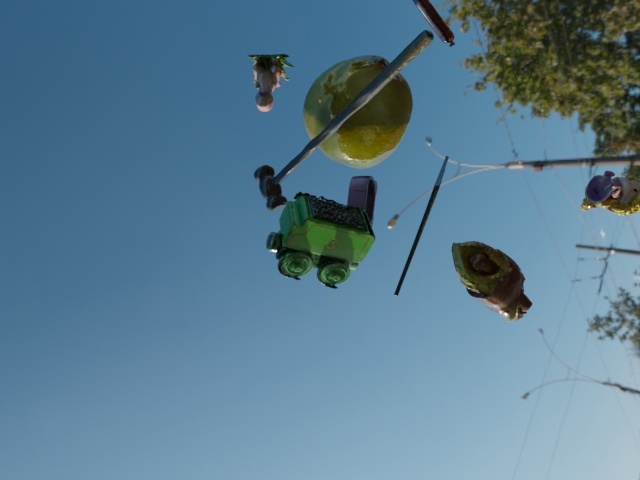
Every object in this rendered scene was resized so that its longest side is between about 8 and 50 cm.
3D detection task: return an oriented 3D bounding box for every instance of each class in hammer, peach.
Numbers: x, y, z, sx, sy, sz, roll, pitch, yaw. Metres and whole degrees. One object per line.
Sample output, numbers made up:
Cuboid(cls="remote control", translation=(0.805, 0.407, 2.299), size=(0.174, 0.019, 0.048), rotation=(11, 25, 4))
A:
Cuboid(cls="hammer", translation=(0.013, -0.121, 0.509), size=(0.029, 0.292, 0.058), rotation=(-16, -103, -44))
Cuboid(cls="peach", translation=(0.116, -0.365, 1.347), size=(0.315, 0.281, 0.314), rotation=(-45, -24, 24))

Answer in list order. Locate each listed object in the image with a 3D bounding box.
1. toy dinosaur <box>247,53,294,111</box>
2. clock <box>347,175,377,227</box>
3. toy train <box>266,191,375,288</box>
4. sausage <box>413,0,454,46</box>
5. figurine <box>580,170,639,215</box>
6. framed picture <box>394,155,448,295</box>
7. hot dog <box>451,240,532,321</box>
Cuboid(cls="toy dinosaur", translation=(-0.161, -0.527, 1.543), size=(0.194, 0.152, 0.177), rotation=(-89, -1, -66))
Cuboid(cls="clock", translation=(0.111, -0.098, 1.246), size=(0.110, 0.050, 0.152), rotation=(-9, -74, -68))
Cuboid(cls="toy train", translation=(0.000, 0.000, 1.116), size=(0.243, 0.132, 0.188), rotation=(12, -55, -20))
Cuboid(cls="sausage", translation=(0.191, -0.445, 0.863), size=(0.198, 0.025, 0.028), rotation=(50, -132, -10))
Cuboid(cls="figurine", translation=(0.670, -0.094, 1.040), size=(0.156, 0.115, 0.095), rotation=(4, -117, -15))
Cuboid(cls="framed picture", translation=(0.279, -0.042, 1.273), size=(0.255, 0.014, 0.338), rotation=(-53, -19, -56))
Cuboid(cls="hot dog", translation=(0.387, 0.088, 1.005), size=(0.261, 0.093, 0.123), rotation=(34, -111, -24))
